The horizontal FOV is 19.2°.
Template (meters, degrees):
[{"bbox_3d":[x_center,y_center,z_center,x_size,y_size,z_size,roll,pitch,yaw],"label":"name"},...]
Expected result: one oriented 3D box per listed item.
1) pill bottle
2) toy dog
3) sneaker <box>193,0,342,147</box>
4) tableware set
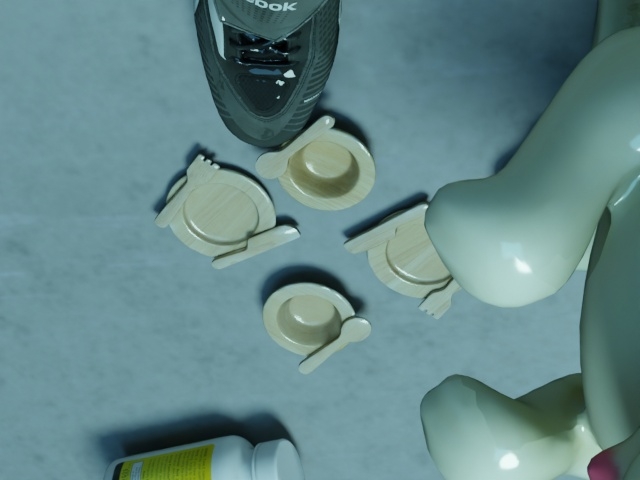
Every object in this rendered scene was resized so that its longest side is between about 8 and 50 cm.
[{"bbox_3d":[-0.071,0.156,1.171,0.116,0.065,0.065,-14,125,19],"label":"pill bottle"},{"bbox_3d":[0.229,0.048,0.818,0.395,0.408,0.285,14,129,-2],"label":"toy dog"},{"bbox_3d":[-0.026,-0.129,0.912,0.078,0.106,0.234,12,129,1],"label":"sneaker"},{"bbox_3d":[0.000,0.000,1.065,0.141,0.020,0.168,-32,117,29],"label":"tableware set"}]
